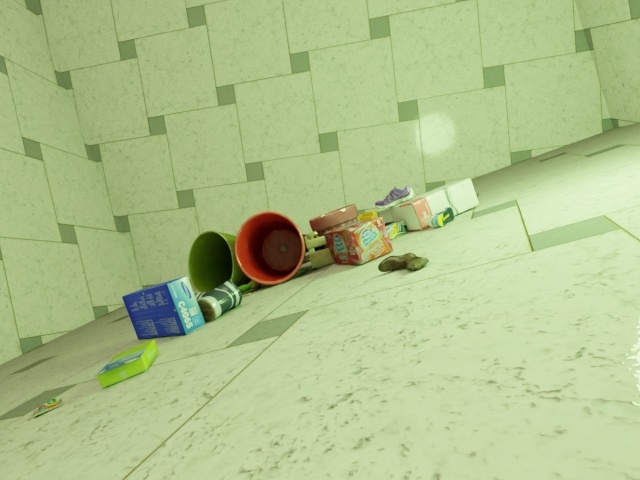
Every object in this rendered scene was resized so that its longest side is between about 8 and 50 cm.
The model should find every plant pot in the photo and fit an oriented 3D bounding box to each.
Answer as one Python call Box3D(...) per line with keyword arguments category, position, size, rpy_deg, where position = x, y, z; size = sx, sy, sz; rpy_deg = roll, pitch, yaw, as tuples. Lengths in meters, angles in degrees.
Box3D(category="plant pot", position=(-0.172, 0.032, 1.741), size=(0.275, 0.275, 0.243), rpy_deg=(-20, -6, 7))
Box3D(category="plant pot", position=(0.075, -0.033, 1.794), size=(0.201, 0.180, 0.201), rpy_deg=(-20, 4, 2))
Box3D(category="plant pot", position=(-0.359, 0.098, 1.882), size=(0.275, 0.275, 0.293), rpy_deg=(-17, -10, 34))

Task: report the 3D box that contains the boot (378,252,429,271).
Box3D(category="boot", position=(0.202, 0.060, 1.086), size=(0.106, 0.037, 0.114), rpy_deg=(-23, 9, -2))

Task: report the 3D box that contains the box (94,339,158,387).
Box3D(category="box", position=(-0.470, 0.301, 1.085), size=(0.109, 0.042, 0.178), rpy_deg=(-22, 5, -9))

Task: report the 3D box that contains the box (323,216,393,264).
Box3D(category="box", position=(0.122, 0.004, 1.509), size=(0.128, 0.123, 0.257), rpy_deg=(-21, 4, -18))

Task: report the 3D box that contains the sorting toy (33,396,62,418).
Box3D(category="sorting toy", position=(-0.632, 0.382, 1.021), size=(0.062, 0.012, 0.083), rpy_deg=(-23, 6, -32))

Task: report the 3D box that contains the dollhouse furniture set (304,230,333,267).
Box3D(category="dollhouse furniture set", position=(0.013, 0.031, 1.722), size=(0.123, 0.144, 0.151), rpy_deg=(-16, -10, -1))

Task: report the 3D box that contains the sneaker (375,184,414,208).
Box3D(category="sneaker", position=(0.296, -0.179, 1.798), size=(0.170, 0.071, 0.068), rpy_deg=(-21, 5, 28))

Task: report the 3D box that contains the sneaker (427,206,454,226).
Box3D(category="sneaker", position=(0.443, -0.085, 1.616), size=(0.059, 0.053, 0.144), rpy_deg=(-19, 3, 44))

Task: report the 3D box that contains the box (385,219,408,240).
Box3D(category="box", position=(0.258, -0.026, 1.715), size=(0.169, 0.054, 0.059), rpy_deg=(-22, 5, -29))

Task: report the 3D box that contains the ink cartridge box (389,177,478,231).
Box3D(category="ink cartridge box", position=(0.453, -0.137, 1.771), size=(0.283, 0.117, 0.207), rpy_deg=(-22, 4, -16))

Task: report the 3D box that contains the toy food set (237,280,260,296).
Box3D(category="toy food set", position=(-0.291, 0.183, 1.729), size=(0.132, 0.038, 0.192), rpy_deg=(-19, 5, 18))

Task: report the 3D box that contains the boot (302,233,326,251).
Box3D(category="boot", position=(0.000, 0.000, 1.989), size=(0.246, 0.094, 0.207), rpy_deg=(8, -18, -42))

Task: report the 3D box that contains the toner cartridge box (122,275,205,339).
Box3D(category="toner cartridge box", position=(-0.518, 0.226, 1.435), size=(0.348, 0.165, 0.075), rpy_deg=(-15, 7, 44))

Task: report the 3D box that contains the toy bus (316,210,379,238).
Box3D(category="toy bus", position=(0.128, -0.052, 2.110), size=(0.332, 0.108, 0.130), rpy_deg=(-16, -5, 43))

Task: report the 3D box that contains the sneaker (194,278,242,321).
Box3D(category="sneaker", position=(-0.379, 0.202, 1.491), size=(0.282, 0.099, 0.153), rpy_deg=(-6, 18, 44))

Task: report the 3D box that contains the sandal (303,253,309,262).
Box3D(category="sandal", position=(-0.124, 0.093, 2.003), size=(0.180, 0.049, 0.072), rpy_deg=(-21, 5, -11))

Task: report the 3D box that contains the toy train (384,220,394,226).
Box3D(category="toy train", position=(0.344, -0.080, 2.165), size=(0.036, 0.027, 0.158), rpy_deg=(-10, -2, -32))
